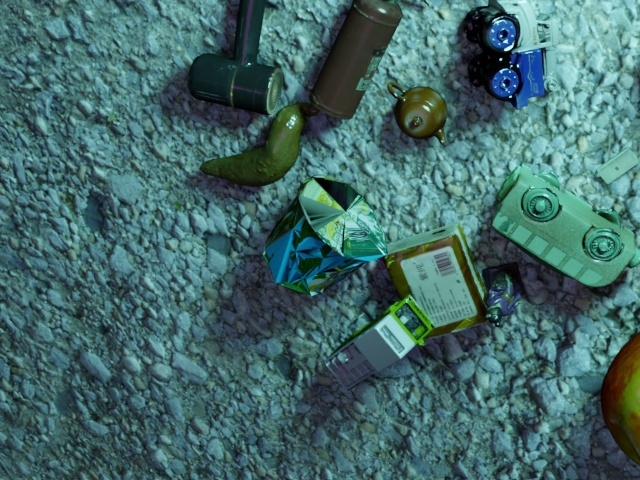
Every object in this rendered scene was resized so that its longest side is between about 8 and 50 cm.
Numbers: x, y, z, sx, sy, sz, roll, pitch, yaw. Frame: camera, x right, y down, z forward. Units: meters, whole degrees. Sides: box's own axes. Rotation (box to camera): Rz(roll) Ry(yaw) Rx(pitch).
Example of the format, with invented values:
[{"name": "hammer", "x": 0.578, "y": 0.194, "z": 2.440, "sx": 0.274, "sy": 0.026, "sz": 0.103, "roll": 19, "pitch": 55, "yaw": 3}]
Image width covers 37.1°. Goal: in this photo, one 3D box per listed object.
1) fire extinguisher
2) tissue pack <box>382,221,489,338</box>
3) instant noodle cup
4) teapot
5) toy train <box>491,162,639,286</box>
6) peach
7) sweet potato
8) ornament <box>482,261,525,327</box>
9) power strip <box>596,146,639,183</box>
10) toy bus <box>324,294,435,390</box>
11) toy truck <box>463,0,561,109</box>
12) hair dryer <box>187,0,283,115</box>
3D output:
[{"name": "fire extinguisher", "x": 0.108, "y": -0.404, "z": 1.929, "sx": 0.147, "sy": 0.106, "sz": 0.337, "roll": 16, "pitch": 120, "yaw": -22}, {"name": "tissue pack", "x": 0.259, "y": 0.095, "z": 2.118, "sx": 0.183, "sy": 0.092, "sz": 0.226, "roll": -17, "pitch": 110, "yaw": 21}, {"name": "instant noodle cup", "x": 0.000, "y": 0.000, "z": 2.079, "sx": 0.240, "sy": 0.240, "sz": 0.178, "roll": 40, "pitch": 125, "yaw": -5}, {"name": "teapot", "x": 0.200, "y": -0.260, "z": 1.960, "sx": 0.173, "sy": 0.116, "sz": 0.116, "roll": 44, "pitch": 117, "yaw": -7}, {"name": "toy train", "x": 0.507, "y": -0.022, "z": 1.980, "sx": 0.326, "sy": 0.129, "sz": 0.159, "roll": 32, "pitch": 122, "yaw": -1}, {"name": "peach", "x": 0.771, "y": 0.322, "z": 1.947, "sx": 0.388, "sy": 0.388, "sz": 0.388, "roll": 6, "pitch": 115, "yaw": 12}, {"name": "sweet potato", "x": -0.118, "y": -0.189, "z": 2.083, "sx": 0.310, "sy": 0.098, "sz": 0.124, "roll": -32, "pitch": 82, "yaw": 26}, {"name": "ornament", "x": 0.384, "y": 0.116, "z": 2.040, "sx": 0.088, "sy": 0.203, "sz": 0.081, "roll": -14, "pitch": 102, "yaw": 22}, {"name": "power strip", "x": 0.609, "y": -0.153, "z": 1.955, "sx": 0.090, "sy": 0.016, "sz": 0.040, "roll": -38, "pitch": 100, "yaw": 25}, {"name": "toy bus", "x": 0.122, "y": 0.240, "z": 2.142, "sx": 0.113, "sy": 0.139, "sz": 0.301, "roll": 50, "pitch": 142, "yaw": 3}, {"name": "toy truck", "x": 0.383, "y": -0.370, "z": 1.853, "sx": 0.177, "sy": 0.161, "sz": 0.213, "roll": -10, "pitch": 112, "yaw": -2}, {"name": "hair dryer", "x": -0.165, "y": -0.450, "z": 1.987, "sx": 0.189, "sy": 0.107, "sz": 0.352, "roll": 13, "pitch": 109, "yaw": 11}]
